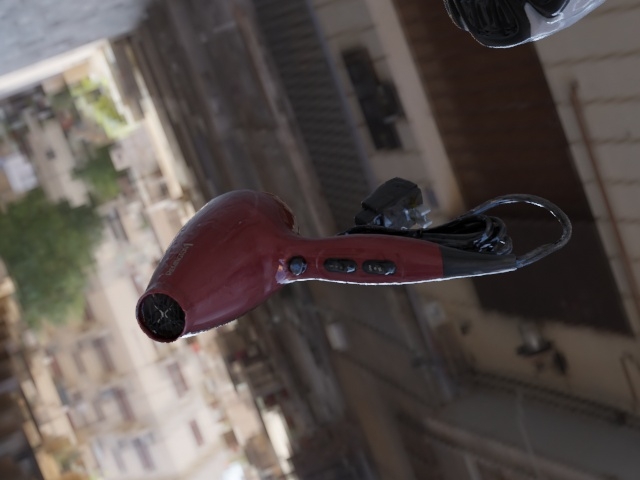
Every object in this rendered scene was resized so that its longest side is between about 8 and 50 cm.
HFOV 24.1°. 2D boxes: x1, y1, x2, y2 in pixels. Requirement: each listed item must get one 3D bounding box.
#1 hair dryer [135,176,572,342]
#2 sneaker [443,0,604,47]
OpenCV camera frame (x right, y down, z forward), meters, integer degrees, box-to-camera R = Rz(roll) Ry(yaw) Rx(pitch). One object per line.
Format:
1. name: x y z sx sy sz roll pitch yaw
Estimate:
1. hair dryer: 0.000 0.000 1.023 0.293 0.080 0.223 -21 -166 -27
2. sneaker: 0.128 -0.138 0.540 0.121 0.099 0.262 -19 -173 -23
